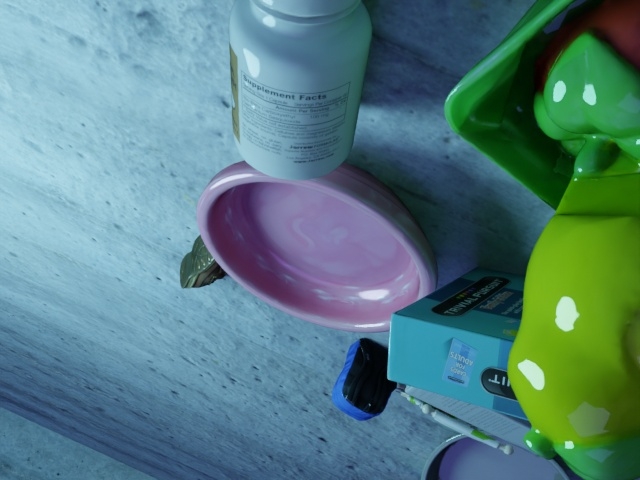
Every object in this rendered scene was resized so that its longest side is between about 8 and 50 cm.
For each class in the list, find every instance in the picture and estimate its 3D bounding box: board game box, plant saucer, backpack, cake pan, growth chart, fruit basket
[{"bbox_3d":[0.279,0.117,0.712,0.336,0.254,0.079,10,105,32],"label":"board game box"},{"bbox_3d":[0.000,0.000,0.903,0.333,0.084,0.332,17,146,12],"label":"plant saucer"},{"bbox_3d":[0.076,0.250,1.160,0.098,0.120,0.101,27,146,-4],"label":"backpack"},{"bbox_3d":[0.334,0.477,1.245,0.294,0.054,0.292,7,106,24],"label":"cake pan"},{"bbox_3d":[0.208,0.289,1.120,0.172,0.021,0.237,26,176,0],"label":"growth chart"},{"bbox_3d":[0.269,-0.021,0.457,0.392,0.391,0.283,34,145,-14],"label":"fruit basket"}]

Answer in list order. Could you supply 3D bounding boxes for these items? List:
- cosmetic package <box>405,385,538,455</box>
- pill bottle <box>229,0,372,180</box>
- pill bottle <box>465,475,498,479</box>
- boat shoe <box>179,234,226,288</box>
[{"bbox_3d":[0.255,0.216,1.007,0.231,0.117,0.085,24,148,-2],"label":"cosmetic package"},{"bbox_3d":[-0.020,-0.175,0.635,0.131,0.131,0.229,20,146,8],"label":"pill bottle"},{"bbox_3d":[0.300,0.468,1.349,0.152,0.086,0.086,-8,134,38],"label":"pill bottle"},{"bbox_3d":[-0.177,0.032,1.087,0.060,0.064,0.178,5,156,-27],"label":"boat shoe"}]
